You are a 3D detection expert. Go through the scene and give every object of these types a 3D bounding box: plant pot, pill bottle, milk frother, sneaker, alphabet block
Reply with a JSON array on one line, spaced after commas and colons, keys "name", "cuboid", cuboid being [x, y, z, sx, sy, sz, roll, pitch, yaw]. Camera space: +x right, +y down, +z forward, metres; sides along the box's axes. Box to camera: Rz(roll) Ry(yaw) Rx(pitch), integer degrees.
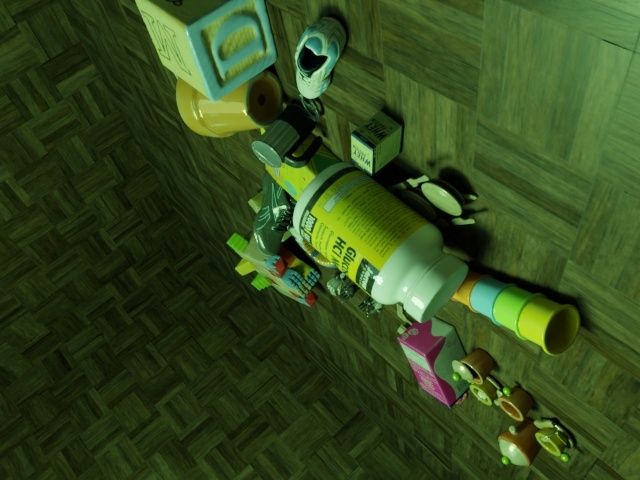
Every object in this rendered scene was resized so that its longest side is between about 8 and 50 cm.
[{"name": "plant pot", "cuboid": [-0.198, -0.339, 1.390, 0.188, 0.205, 0.205, 15, 143, 36]}, {"name": "pill bottle", "cuboid": [0.118, 0.005, 1.183, 0.334, 0.188, 0.187, 40, 159, 24]}, {"name": "milk frother", "cuboid": [-0.070, -0.247, 1.318, 0.129, 0.134, 0.143, 25, 154, 26]}, {"name": "sneaker", "cuboid": [-0.018, -0.331, 1.116, 0.085, 0.086, 0.237, 48, 163, 2]}, {"name": "alphabet block", "cuboid": [-0.235, -0.446, 1.243, 0.197, 0.192, 0.193, 39, 157, 30]}, {"name": "sneaker", "cuboid": [-0.118, -0.080, 1.675, 0.106, 0.101, 0.267, 15, 103, 37]}, {"name": "sneaker", "cuboid": [0.000, 0.000, 1.716, 0.296, 0.112, 0.131, 48, 175, 47]}]

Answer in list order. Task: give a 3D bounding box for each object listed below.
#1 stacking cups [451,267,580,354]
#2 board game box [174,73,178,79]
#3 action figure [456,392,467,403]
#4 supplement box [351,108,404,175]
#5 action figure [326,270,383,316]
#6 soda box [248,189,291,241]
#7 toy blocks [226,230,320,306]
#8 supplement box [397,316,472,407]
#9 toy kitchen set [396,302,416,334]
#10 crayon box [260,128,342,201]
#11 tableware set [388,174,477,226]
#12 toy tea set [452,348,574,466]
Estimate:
[{"name": "stacking cups", "cuboid": [0.342, 0.117, 1.148, 0.316, 0.096, 0.096, 27, 151, 59]}, {"name": "board game box", "cuboid": [-0.367, -0.487, 1.695, 0.193, 0.053, 0.305, 30, 153, 49]}, {"name": "action figure", "cuboid": [0.408, 0.455, 1.744, 0.038, 0.030, 0.115, 49, 161, 22]}, {"name": "supplement box", "cuboid": [0.106, -0.183, 1.110, 0.056, 0.083, 0.083, 42, 160, 24]}, {"name": "action figure", "cuboid": [0.116, 0.123, 1.601, 0.164, 0.141, 0.275, 34, 159, 13]}, {"name": "soda box", "cuboid": [-0.165, -0.082, 2.006, 0.181, 0.058, 0.061, 52, 162, -6]}, {"name": "toy blocks", "cuboid": [-0.123, 0.111, 2.117, 0.261, 0.190, 0.381, 19, 158, 48]}, {"name": "supplement box", "cuboid": [0.309, 0.315, 1.564, 0.114, 0.111, 0.220, 28, 150, 52]}, {"name": "toy kitchen set", "cuboid": [0.237, 0.213, 1.606, 0.083, 0.068, 0.075, 39, 159, 31]}, {"name": "crayon box", "cuboid": [-0.014, -0.151, 1.469, 0.318, 0.081, 0.202, 44, 161, 17]}, {"name": "tableware set", "cuboid": [0.215, -0.083, 1.127, 0.128, 0.039, 0.194, 41, 170, -10]}, {"name": "toy tea set", "cuboid": [0.437, 0.425, 1.451, 0.336, 0.124, 0.200, 46, 162, 13]}]
